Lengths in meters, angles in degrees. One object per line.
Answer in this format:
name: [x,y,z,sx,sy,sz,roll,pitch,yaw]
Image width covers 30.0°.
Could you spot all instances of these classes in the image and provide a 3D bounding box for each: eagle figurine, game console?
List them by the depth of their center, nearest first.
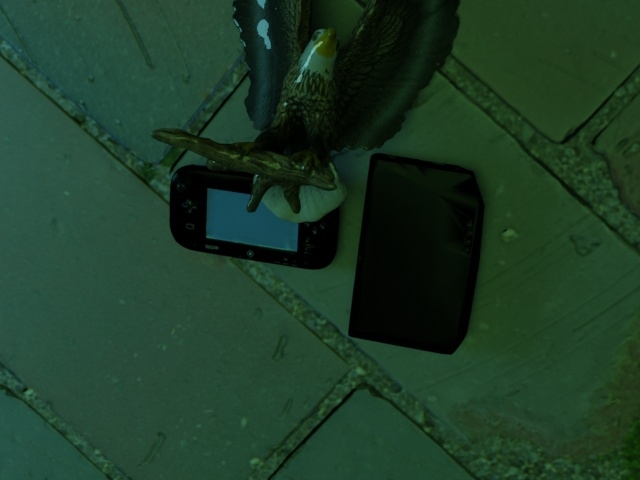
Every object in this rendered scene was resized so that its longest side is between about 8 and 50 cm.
eagle figurine: [-0.001,-0.181,1.250,0.226,0.298,0.225,38,147,-30]
game console: [0.000,0.000,1.358,0.361,0.044,0.213,9,105,11]
